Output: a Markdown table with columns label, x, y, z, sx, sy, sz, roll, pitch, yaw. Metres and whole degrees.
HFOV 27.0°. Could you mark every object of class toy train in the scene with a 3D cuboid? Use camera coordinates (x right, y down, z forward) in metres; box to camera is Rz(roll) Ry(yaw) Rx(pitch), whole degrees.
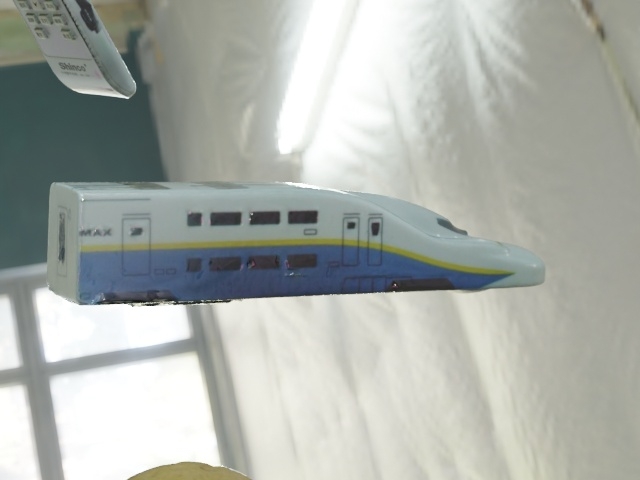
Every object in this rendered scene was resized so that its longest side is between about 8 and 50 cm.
| label | x | y | z | sx | sy | sz | roll | pitch | yaw |
| --- | --- | --- | --- | --- | --- | --- | --- | --- | --- |
| toy train | 0.000 | 0.000 | 0.588 | 0.052 | 0.233 | 0.051 | 16 | -75 | 63 |

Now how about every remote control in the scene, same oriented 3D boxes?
| label | x | y | z | sx | sy | sz | roll | pitch | yaw |
| --- | --- | --- | --- | --- | --- | --- | --- | --- | --- |
| remote control | -0.180 | -0.165 | 0.884 | 0.065 | 0.029 | 0.166 | 12 | -41 | 45 |

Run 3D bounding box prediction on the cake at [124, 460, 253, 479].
| label | x | y | z | sx | sy | sz | roll | pitch | yaw |
| --- | --- | --- | --- | --- | --- | --- | --- | --- | --- |
| cake | -0.105 | 0.306 | 1.111 | 0.178 | 0.185 | 0.208 | -114 | -173 | -49 |
